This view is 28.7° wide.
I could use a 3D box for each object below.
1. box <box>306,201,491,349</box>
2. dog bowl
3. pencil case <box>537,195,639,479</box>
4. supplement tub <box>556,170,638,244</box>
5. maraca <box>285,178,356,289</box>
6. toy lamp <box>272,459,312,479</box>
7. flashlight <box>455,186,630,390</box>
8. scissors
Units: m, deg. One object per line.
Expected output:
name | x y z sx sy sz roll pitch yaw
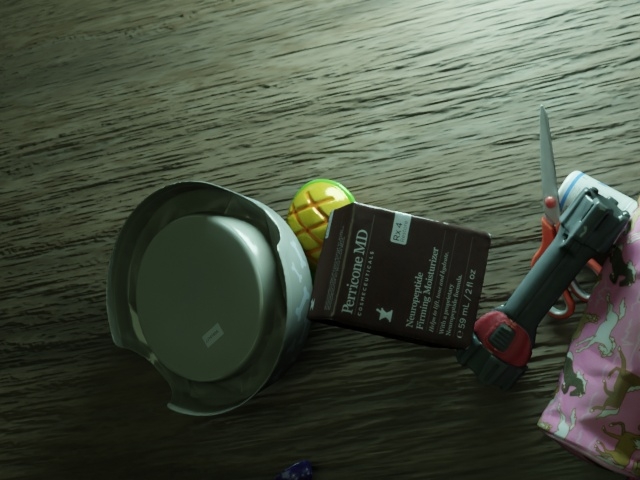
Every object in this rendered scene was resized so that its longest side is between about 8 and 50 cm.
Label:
box | 0.108 0.053 1.758 0.203 0.167 0.169 13 85 -11
dog bowl | -0.162 0.085 1.879 0.348 0.102 0.349 2 93 34
pencil case | 0.436 0.128 1.674 0.167 0.160 0.386 25 89 54
supplement tub | 0.390 -0.046 1.766 0.107 0.071 0.071 31 91 21
maraca | 0.000 0.000 1.886 0.127 0.099 0.186 16 103 31
toy lamp | 0.025 0.452 1.805 0.080 0.080 0.275 -38 67 10
flashlight | 0.308 0.065 1.723 0.304 0.103 0.103 -56 33 18
scissors | 0.317 -0.035 1.759 0.109 0.021 0.297 -18 94 35
